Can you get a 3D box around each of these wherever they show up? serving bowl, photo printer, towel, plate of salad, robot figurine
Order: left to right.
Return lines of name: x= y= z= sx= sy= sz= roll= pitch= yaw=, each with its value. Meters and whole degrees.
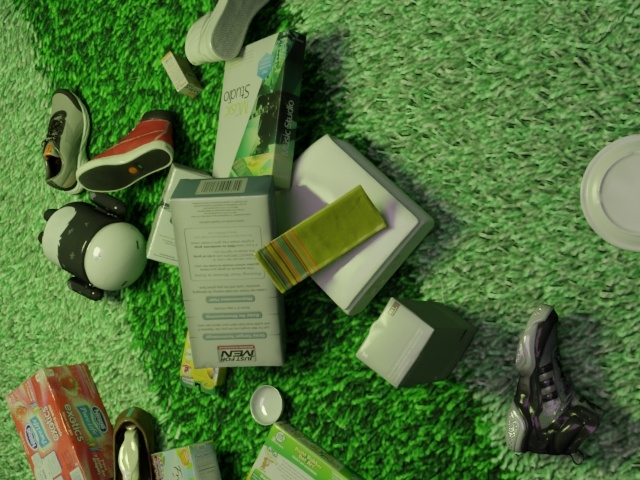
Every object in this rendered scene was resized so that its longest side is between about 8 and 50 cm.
robot figurine: x=-0.534 y=0.010 z=1.748 sx=0.278 sy=0.173 sz=0.209 roll=23 pitch=140 yaw=28
serving bowl: x=-0.108 y=0.349 z=1.573 sx=0.083 sy=0.027 sz=0.083 roll=-8 pitch=75 yaw=32
towel: x=0.000 y=0.000 z=1.367 sx=0.237 sy=0.021 sz=0.102 roll=-33 pitch=115 yaw=8
photo printer: x=0.038 y=-0.044 z=1.482 sx=0.307 sy=0.107 sz=0.256 roll=46 pitch=107 yaw=23
plate of salad: x=0.544 y=-0.080 z=1.253 sx=0.200 sy=0.048 sz=0.199 roll=2 pitch=95 yaw=21

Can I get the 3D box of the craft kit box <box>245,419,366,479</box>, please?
craft kit box: x=-0.044 y=0.540 z=1.516 sx=0.250 sy=0.061 sz=0.246 roll=31 pitch=103 yaw=26

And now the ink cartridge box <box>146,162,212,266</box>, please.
ink cartridge box: x=-0.315 y=-0.060 z=1.639 sx=0.087 sy=0.153 sz=0.208 roll=17 pitch=95 yaw=-16

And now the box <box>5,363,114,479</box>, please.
box: x=-0.603 y=0.462 z=1.764 sx=0.154 sy=0.142 sz=0.299 roll=-37 pitch=70 yaw=20

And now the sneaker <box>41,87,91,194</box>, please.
sneaker: x=-0.644 y=-0.254 z=1.858 sx=0.100 sy=0.108 sz=0.271 roll=-11 pitch=80 yaw=29

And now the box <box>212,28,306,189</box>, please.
box: x=-0.134 y=-0.258 z=1.557 sx=0.232 sy=0.059 sz=0.321 roll=-3 pitch=80 yaw=51

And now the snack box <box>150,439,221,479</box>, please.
snack box: x=-0.279 y=0.548 z=1.601 sx=0.175 sy=0.070 sz=0.207 roll=-25 pitch=75 yaw=46

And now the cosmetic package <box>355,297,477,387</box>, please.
cosmetic package: x=0.176 y=0.180 z=1.320 sx=0.107 sy=0.238 sz=0.127 roll=36 pitch=103 yaw=25

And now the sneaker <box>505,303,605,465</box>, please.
sneaker: x=0.414 y=0.249 z=1.272 sx=0.153 sy=0.101 sz=0.268 roll=11 pitch=98 yaw=27

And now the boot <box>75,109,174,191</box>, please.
boot: x=-0.452 y=-0.217 z=1.734 sx=0.244 sy=0.088 sz=0.176 roll=-19 pitch=47 yaw=11

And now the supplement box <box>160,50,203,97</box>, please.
supplement box: x=-0.321 y=-0.384 z=1.721 sx=0.036 sy=0.062 sz=0.098 roll=-36 pitch=72 yaw=20

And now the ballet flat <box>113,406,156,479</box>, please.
ballet flat: x=-0.417 y=0.548 z=1.663 sx=0.116 sy=0.124 sz=0.342 roll=-3 pitch=82 yaw=-2

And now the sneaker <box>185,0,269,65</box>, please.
sneaker: x=-0.205 y=-0.517 z=1.642 sx=0.169 sy=0.108 sz=0.292 roll=5 pitch=63 yaw=54

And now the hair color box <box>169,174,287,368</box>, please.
hair color box: x=-0.172 y=0.067 z=1.460 sx=0.186 sy=0.113 sz=0.374 roll=-2 pitch=115 yaw=2

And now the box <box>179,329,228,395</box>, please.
box: x=-0.251 y=0.246 z=1.652 sx=0.105 sy=0.043 sz=0.179 roll=12 pitch=90 yaw=28
